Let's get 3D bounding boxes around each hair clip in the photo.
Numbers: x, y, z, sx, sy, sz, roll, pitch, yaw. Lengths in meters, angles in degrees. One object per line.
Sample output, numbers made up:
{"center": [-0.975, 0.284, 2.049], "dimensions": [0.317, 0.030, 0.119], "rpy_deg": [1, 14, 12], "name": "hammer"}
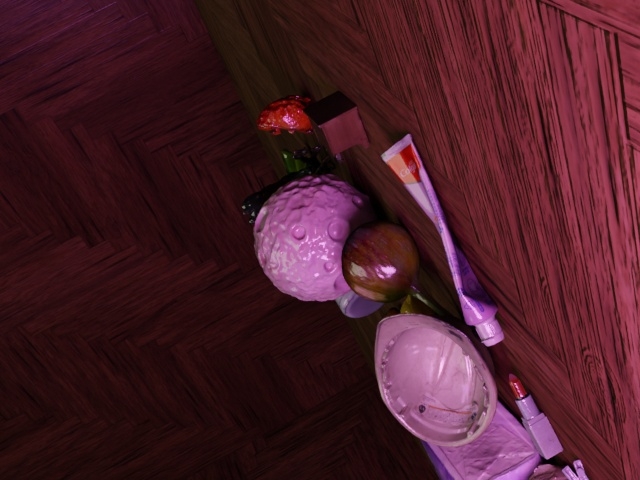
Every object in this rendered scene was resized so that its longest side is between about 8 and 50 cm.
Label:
{"center": [0.367, 0.343, 1.034], "dimensions": [0.115, 0.030, 0.039], "rpy_deg": [56, 154, 28], "name": "hair clip"}

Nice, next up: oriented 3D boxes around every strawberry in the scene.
{"center": [-0.073, -0.262, 1.638], "dimensions": [0.188, 0.121, 0.082], "rpy_deg": [-127, 40, -81], "name": "strawberry"}

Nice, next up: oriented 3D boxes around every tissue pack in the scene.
{"center": [0.321, 0.455, 1.357], "dimensions": [0.338, 0.160, 0.242], "rpy_deg": [62, 176, -23], "name": "tissue pack"}

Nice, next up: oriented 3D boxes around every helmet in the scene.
{"center": [0.200, 0.189, 1.258], "dimensions": [0.204, 0.137, 0.258], "rpy_deg": [10, 124, 29], "name": "helmet"}

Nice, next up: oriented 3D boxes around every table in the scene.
{"center": [0.028, -0.184, 1.287], "dimensions": [0.082, 0.070, 0.083], "rpy_deg": [65, 173, -33], "name": "table"}

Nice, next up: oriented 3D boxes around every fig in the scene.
{"center": [0.143, 0.073, 1.338], "dimensions": [0.245, 0.149, 0.149], "rpy_deg": [40, 167, 22], "name": "fig"}

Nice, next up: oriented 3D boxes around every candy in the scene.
{"center": [-0.005, -0.127, 1.973], "dimensions": [0.246, 0.069, 0.149], "rpy_deg": [52, 169, 36], "name": "candy"}

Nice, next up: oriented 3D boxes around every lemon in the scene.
{"center": [0.187, 0.140, 1.514], "dimensions": [0.092, 0.065, 0.065], "rpy_deg": [65, 174, -23], "name": "lemon"}

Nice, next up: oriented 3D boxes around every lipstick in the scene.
{"center": [0.303, 0.249, 1.128], "dimensions": [0.129, 0.030, 0.030], "rpy_deg": [61, 175, -3], "name": "lipstick"}

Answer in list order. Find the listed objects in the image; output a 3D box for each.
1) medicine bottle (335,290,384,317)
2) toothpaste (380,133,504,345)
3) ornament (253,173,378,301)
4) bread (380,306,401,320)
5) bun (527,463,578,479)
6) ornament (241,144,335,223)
{"center": [0.080, 0.094, 1.972], "dimensions": [0.168, 0.135, 0.135], "rpy_deg": [59, 175, 35], "name": "medicine bottle"}
{"center": [0.168, 0.002, 1.056], "dimensions": [0.301, 0.048, 0.075], "rpy_deg": [64, 179, 1], "name": "toothpaste"}
{"center": [0.000, 0.000, 1.562], "dimensions": [0.225, 0.259, 0.259], "rpy_deg": [56, 173, 34], "name": "ornament"}
{"center": [0.195, 0.254, 1.969], "dimensions": [0.124, 0.084, 0.344], "rpy_deg": [58, 174, 30], "name": "bread"}
{"center": [0.347, 0.417, 1.125], "dimensions": [0.167, 0.113, 0.173], "rpy_deg": [64, 172, -32], "name": "bun"}
{"center": [-0.071, -0.134, 1.776], "dimensions": [0.080, 0.202, 0.236], "rpy_deg": [58, 151, 3], "name": "ornament"}
